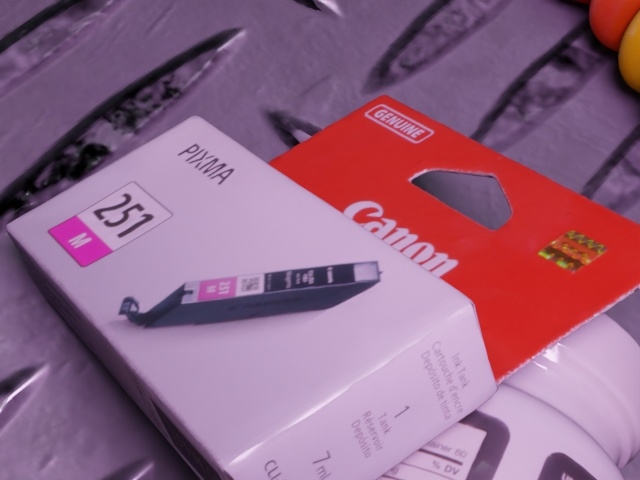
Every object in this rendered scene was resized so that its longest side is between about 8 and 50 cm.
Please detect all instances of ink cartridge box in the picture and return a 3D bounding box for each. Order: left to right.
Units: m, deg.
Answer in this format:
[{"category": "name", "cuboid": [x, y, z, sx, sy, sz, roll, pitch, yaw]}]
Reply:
[{"category": "ink cartridge box", "cuboid": [0.000, 0.000, 0.682, 0.239, 0.060, 0.275, -33, 35, -16]}]

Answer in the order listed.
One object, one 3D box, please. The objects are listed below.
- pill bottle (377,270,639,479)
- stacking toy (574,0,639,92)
[{"category": "pill bottle", "cuboid": [0.051, 0.160, 0.637, 0.162, 0.162, 0.278, 27, 58, 6]}, {"category": "stacking toy", "cuboid": [0.242, -0.112, 0.859, 0.141, 0.141, 0.330, -26, 61, -22]}]
